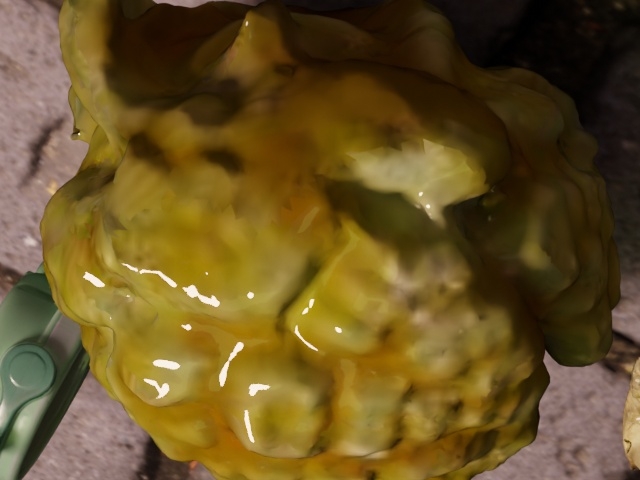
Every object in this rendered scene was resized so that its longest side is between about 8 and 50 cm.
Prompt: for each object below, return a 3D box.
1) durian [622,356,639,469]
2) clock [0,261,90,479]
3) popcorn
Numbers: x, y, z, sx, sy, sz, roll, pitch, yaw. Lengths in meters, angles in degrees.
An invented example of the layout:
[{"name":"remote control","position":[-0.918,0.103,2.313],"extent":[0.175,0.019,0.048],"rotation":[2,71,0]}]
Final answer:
[{"name":"durian","position":[0.217,0.118,1.251],"extent":[0.066,0.052,0.130],"rotation":[21,142,14]},{"name":"clock","position":[-0.203,0.095,1.358],"extent":[0.066,0.211,0.159],"rotation":[27,140,1]},{"name":"popcorn","position":[-0.009,0.000,1.088],"extent":[0.335,0.279,0.274],"rotation":[-3,153,18]}]
